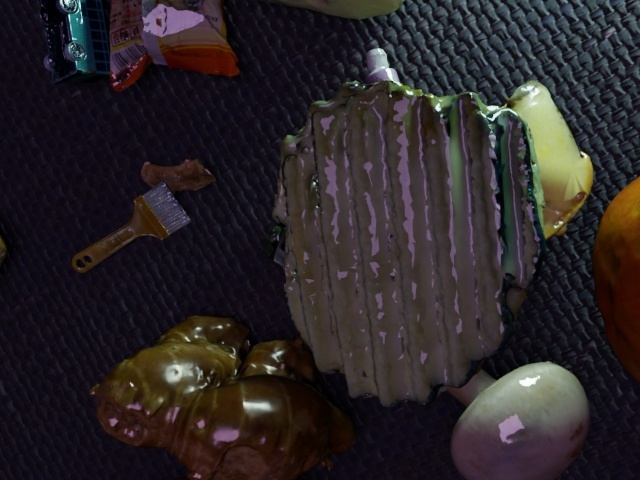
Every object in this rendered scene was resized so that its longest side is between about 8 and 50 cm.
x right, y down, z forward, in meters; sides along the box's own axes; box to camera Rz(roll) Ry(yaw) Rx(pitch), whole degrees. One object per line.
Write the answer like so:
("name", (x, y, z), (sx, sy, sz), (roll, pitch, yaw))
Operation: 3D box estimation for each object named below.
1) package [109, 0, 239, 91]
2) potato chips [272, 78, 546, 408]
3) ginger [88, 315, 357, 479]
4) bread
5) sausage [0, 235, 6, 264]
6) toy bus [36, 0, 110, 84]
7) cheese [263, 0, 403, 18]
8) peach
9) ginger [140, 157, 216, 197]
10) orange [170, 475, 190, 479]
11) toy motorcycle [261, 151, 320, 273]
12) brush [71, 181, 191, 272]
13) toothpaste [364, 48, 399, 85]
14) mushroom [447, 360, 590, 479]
("package", (-0.229, -0.383, 1.232), (0.223, 0.108, 0.288), (-5, 88, 10))
("potato chips", (0.105, 0.009, 1.030), (0.358, 0.070, 0.430), (-2, 98, 23))
("ginger", (-0.124, 0.232, 1.156), (0.357, 0.274, 0.153), (20, 115, 13))
("bread", (0.240, -0.068, 1.120), (0.262, 0.162, 0.204), (-30, 83, -10))
("sausage", (-0.687, -0.038, 1.332), (0.353, 0.116, 0.134), (29, 111, 12))
("toy bus", (-0.386, -0.332, 1.272), (0.079, 0.091, 0.160), (-10, 90, 40))
("cheese", (0.027, -0.439, 1.148), (0.247, 0.173, 0.251), (26, 91, 11))
("peach", (0.499, 0.056, 0.986), (0.301, 0.343, 0.343), (-9, 90, -6))
("ginger", (-0.221, -0.101, 1.271), (0.137, 0.057, 0.044), (-3, 47, 20))
("orange", (-0.134, 0.495, 1.122), (0.340, 0.340, 0.293), (26, 106, 10))
("toy motorcycle", (0.000, 0.000, 1.182), (0.205, 0.127, 0.275), (31, 101, 14))
("brush", (-0.315, -0.009, 1.296), (0.218, 0.010, 0.083), (-30, 109, 14))
("toothpaste", (0.114, -0.136, 1.187), (0.048, 0.075, 0.301), (-13, 84, 1))
("mushroom", (0.256, 0.240, 1.123), (0.207, 0.207, 0.215), (-53, 48, 8))
